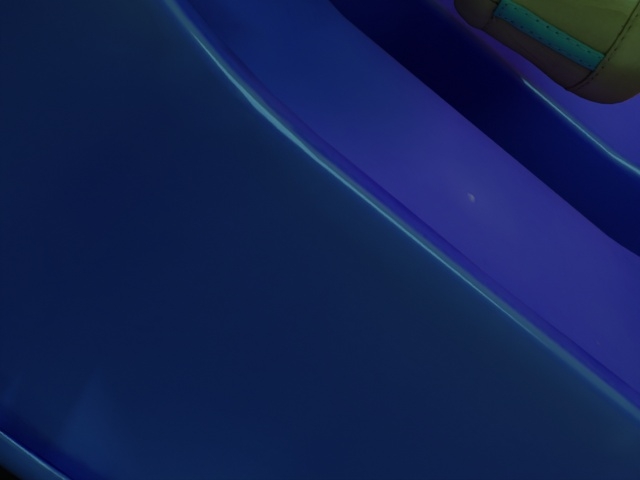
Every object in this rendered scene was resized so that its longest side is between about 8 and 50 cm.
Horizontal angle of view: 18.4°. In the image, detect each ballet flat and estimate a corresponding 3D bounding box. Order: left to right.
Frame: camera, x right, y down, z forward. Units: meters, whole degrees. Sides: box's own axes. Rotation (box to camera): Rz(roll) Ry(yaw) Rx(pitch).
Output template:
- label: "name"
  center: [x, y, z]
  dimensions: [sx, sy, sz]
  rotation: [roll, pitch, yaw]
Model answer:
- label: "ballet flat"
  center: [0.065, -0.136, 0.590]
  dimensions: [0.073, 0.080, 0.232]
  rotation: [17, 39, -17]

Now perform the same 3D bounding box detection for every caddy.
- label: "caddy"
  center: [0.000, 0.000, 0.601]
  dimensions: [0.341, 0.179, 0.241]
  rotation: [38, 34, -15]
